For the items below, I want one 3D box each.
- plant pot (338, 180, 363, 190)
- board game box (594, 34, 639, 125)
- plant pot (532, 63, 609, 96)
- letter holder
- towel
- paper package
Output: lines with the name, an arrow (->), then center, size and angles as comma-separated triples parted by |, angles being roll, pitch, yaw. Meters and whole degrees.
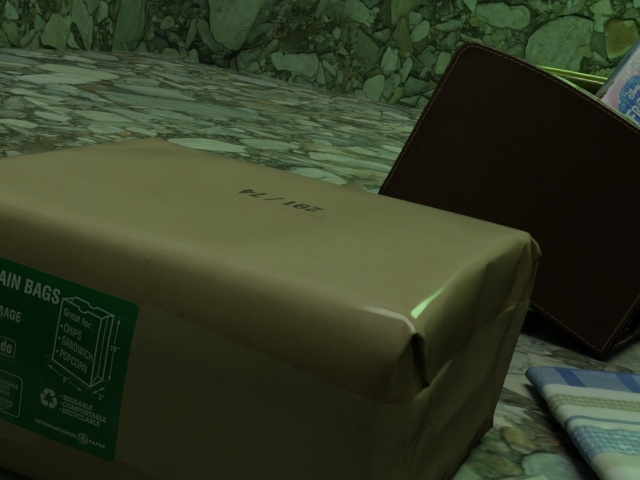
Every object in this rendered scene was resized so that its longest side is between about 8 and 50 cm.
plant pot -> 0.000, 0.000, 1.123 | 0.096, 0.109, 0.109 | -2, 13, 3
board game box -> 0.482, -0.116, 1.253 | 0.318, 0.066, 0.318 | 40, 52, 1
plant pot -> 0.385, -0.115, 1.568 | 0.276, 0.253, 0.276 | 10, 14, -2
letter holder -> 0.252, -0.059, 1.123 | 0.302, 0.214, 0.152 | 37, 23, 24
towel -> 0.286, 0.159, 0.800 | 0.209, 0.034, 0.285 | 7, 11, -5
paper package -> -0.055, 0.052, 0.695 | 0.325, 0.168, 0.309 | 16, 14, 19
